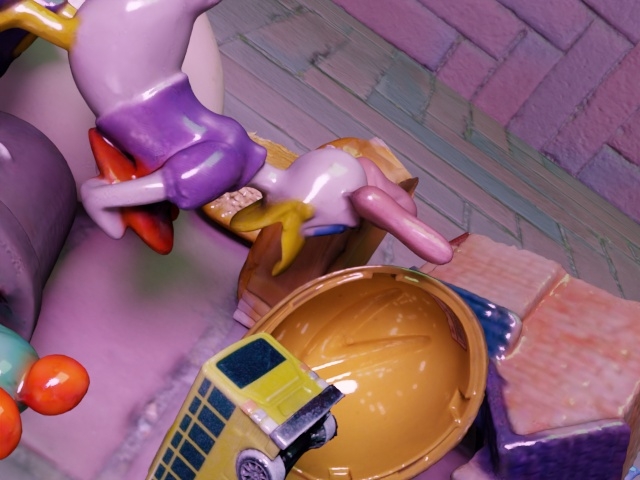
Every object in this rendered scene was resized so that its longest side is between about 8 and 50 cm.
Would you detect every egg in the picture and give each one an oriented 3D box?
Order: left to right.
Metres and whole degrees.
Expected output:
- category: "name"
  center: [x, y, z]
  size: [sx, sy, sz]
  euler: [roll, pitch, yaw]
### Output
- category: "egg"
  center: [-0.250, -0.188, 0.670]
  size: [0.345, 0.283, 0.283]
  euler: [55, 31, 9]

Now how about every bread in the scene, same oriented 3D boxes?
- category: "bread"
  center: [-0.043, -0.049, 0.853]
  size: [0.245, 0.121, 0.174]
  euler: [27, 21, -9]
- category: "bread"
  center: [0.000, 0.000, 0.697]
  size: [0.107, 0.241, 0.136]
  euler: [41, 28, 17]

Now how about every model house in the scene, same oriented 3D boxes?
- category: "model house"
  center: [0.198, 0.179, 0.711]
  size: [0.312, 0.245, 0.280]
  euler: [24, 47, 34]

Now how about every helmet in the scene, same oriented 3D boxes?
- category: "helmet"
  center: [0.023, 0.121, 0.600]
  size: [0.205, 0.257, 0.140]
  euler: [59, 3, -9]

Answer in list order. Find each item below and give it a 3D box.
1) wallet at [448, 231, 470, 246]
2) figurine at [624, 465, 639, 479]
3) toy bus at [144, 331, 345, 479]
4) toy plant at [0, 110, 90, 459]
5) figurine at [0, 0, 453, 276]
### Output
- category: "wallet"
  center: [0.292, 0.034, 1.207]
  size: [0.103, 0.020, 0.196]
  euler: [46, 30, 14]
- category: "figurine"
  center: [0.373, 0.337, 0.787]
  size: [0.114, 0.079, 0.114]
  euler: [6, 66, -15]
- category: "toy bus"
  center: [-0.067, 0.163, 0.463]
  size: [0.101, 0.175, 0.088]
  euler: [38, 27, 17]
- category: "toy plant"
  center: [-0.288, 0.037, 0.375]
  size: [0.279, 0.185, 0.400]
  euler: [32, 21, -18]
- category: "figurine"
  center: [-0.096, -0.091, 0.486]
  size: [0.421, 0.193, 0.154]
  euler: [38, 14, -17]
